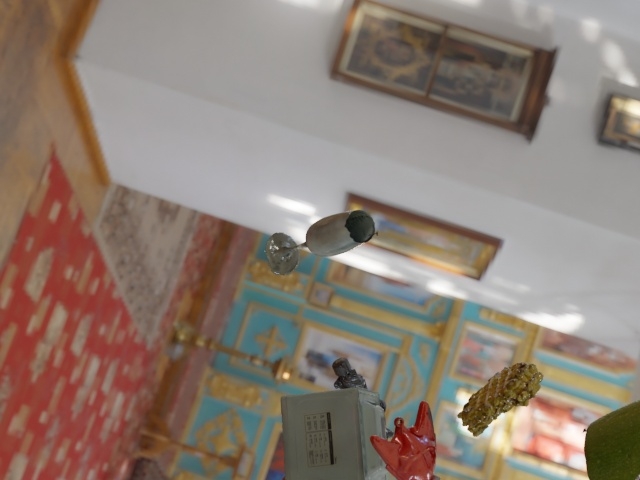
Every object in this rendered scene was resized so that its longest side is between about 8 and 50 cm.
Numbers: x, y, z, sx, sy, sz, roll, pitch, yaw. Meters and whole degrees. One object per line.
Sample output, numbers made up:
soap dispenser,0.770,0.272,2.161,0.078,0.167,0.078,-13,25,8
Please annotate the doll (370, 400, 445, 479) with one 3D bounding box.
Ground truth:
doll,0.143,0.333,1.649,0.109,0.169,0.057,-30,-167,-26

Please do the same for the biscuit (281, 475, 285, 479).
biscuit,-0.043,0.503,2.217,0.015,0.091,0.078,5,98,-53

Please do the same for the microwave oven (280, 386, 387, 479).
microwave oven,0.027,0.355,1.839,0.122,0.162,0.208,31,53,-65

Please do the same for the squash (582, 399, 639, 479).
squash,0.578,0.356,1.829,0.289,0.203,0.111,-27,-179,37

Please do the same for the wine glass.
wine glass,0.000,0.000,1.714,0.262,0.074,0.074,-19,-132,59

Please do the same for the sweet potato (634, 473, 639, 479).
sweet potato,0.461,0.258,1.217,0.157,0.370,0.157,61,13,-25

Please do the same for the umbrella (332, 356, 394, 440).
umbrella,0.092,0.339,2.339,0.224,0.071,0.080,63,26,-18

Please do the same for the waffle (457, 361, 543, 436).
waffle,0.379,0.333,2.354,0.197,0.070,0.193,-40,180,-36
